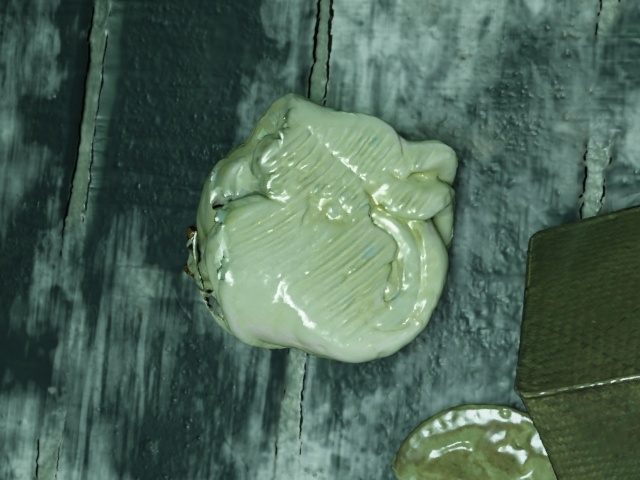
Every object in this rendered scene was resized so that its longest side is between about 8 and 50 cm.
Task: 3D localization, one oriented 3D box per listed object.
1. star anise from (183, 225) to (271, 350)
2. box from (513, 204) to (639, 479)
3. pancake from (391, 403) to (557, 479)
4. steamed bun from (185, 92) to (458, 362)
[{"bbox_3d":[-0.102,0.051,1.338,0.097,0.070,0.190,-43,73,11],"label":"star anise"},{"bbox_3d":[0.294,0.094,1.042,0.184,0.273,0.143,-16,118,22],"label":"box"},{"bbox_3d":[0.176,0.294,1.209,0.222,0.042,0.236,-22,80,15],"label":"pancake"},{"bbox_3d":[0.000,0.000,1.236,0.280,0.207,0.268,17,81,-8],"label":"steamed bun"}]
